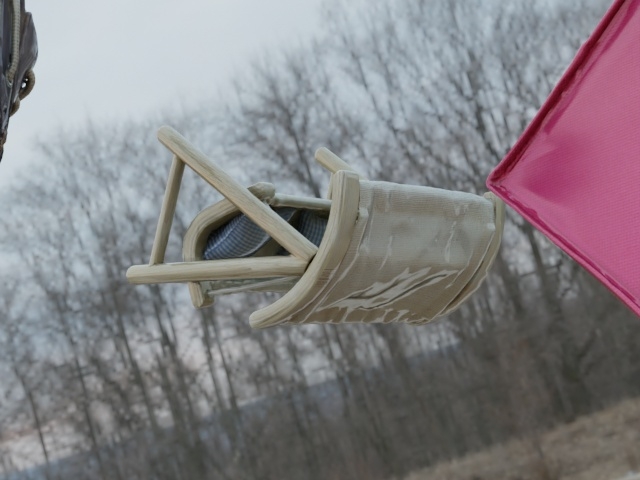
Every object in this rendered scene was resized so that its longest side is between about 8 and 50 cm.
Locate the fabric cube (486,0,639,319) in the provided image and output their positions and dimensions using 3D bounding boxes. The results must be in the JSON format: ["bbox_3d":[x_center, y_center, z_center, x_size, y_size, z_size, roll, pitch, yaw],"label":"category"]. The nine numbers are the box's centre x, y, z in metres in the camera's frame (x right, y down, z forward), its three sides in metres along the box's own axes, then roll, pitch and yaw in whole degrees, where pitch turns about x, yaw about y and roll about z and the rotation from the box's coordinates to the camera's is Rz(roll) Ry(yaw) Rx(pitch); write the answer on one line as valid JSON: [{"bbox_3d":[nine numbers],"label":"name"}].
[{"bbox_3d":[0.291,-0.027,0.560,0.258,0.254,0.259,23,-72,-34],"label":"fabric cube"}]

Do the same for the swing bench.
[{"bbox_3d":[0.000,0.000,1.135,0.254,0.165,0.253,18,8,40],"label":"swing bench"}]

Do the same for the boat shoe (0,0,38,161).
[{"bbox_3d":[-0.235,-0.114,0.753,0.132,0.356,0.130,7,8,24],"label":"boat shoe"}]
